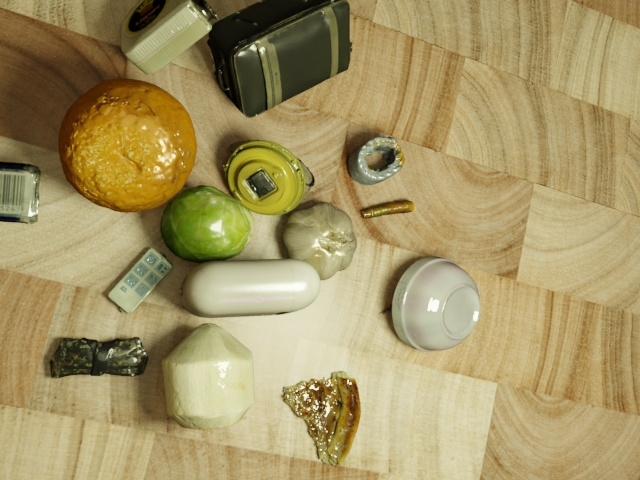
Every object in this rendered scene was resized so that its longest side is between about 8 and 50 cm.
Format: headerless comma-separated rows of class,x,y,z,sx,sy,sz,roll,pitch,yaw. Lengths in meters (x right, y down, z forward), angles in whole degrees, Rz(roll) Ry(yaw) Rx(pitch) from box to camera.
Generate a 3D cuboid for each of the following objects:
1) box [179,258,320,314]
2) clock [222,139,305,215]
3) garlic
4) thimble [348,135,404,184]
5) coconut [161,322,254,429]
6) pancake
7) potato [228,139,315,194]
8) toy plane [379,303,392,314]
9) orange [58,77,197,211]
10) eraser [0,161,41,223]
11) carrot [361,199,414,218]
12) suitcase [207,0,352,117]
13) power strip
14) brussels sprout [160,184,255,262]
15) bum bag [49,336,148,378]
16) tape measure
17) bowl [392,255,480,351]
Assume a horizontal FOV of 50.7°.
box,-0.189,0.128,1.781,0.349,0.288,0.141,-1,79,-17
clock,-0.158,-0.161,1.862,0.237,0.237,0.057,40,32,-10
garlic,0.004,0.002,1.925,0.228,0.152,0.228,1,86,-12
thimble,0.163,-0.236,2.010,0.151,0.118,0.127,-18,91,-16
coconut,-0.290,0.349,1.760,0.237,0.237,0.266,-6,85,-17
pancake,0.001,0.493,1.931,0.244,0.057,0.266,22,80,-14
potato,-0.140,-0.197,1.944,0.261,0.100,0.120,24,39,0
toy plane,0.263,0.181,2.035,0.188,0.062,0.135,-32,118,-15
orange,-0.483,-0.241,1.714,0.340,0.293,0.341,-3,112,-8
eraser,-0.877,-0.123,1.691,0.332,0.101,0.155,3,86,-16
carrot,0.203,-0.092,2.053,0.170,0.042,0.042,-12,89,-15
suitcase,-0.094,-0.533,1.872,0.434,0.283,0.194,-30,61,-16
power strip,-0.486,0.108,1.826,0.081,0.035,0.192,43,74,-9
brussels sprout,-0.301,-0.034,1.802,0.244,0.244,0.244,1,85,-17
bum bag,-0.576,0.304,1.764,0.248,0.069,0.102,0,108,-16
tape measure,-0.396,-0.586,1.798,0.271,0.231,0.133,-33,135,18
bowl,0.360,0.196,1.974,0.287,0.144,0.287,-6,101,-34
